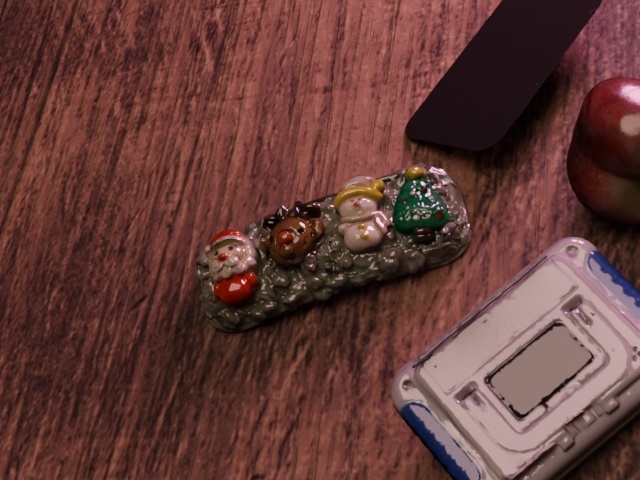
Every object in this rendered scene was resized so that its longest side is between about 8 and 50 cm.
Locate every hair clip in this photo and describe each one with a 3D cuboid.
[{"bbox_3d":[0.000,-0.001,1.360,0.321,0.091,0.138,-21,54,12],"label":"hair clip"}]

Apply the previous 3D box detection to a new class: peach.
[{"bbox_3d":[0.316,-0.100,1.258,0.152,0.152,0.152,-12,54,17],"label":"peach"}]

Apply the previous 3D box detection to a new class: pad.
[{"bbox_3d":[0.271,-0.174,1.378,0.323,0.055,0.250,28,72,36],"label":"pad"}]

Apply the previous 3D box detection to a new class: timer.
[{"bbox_3d":[0.207,0.127,1.167,0.253,0.078,0.178,-39,63,-5],"label":"timer"}]
